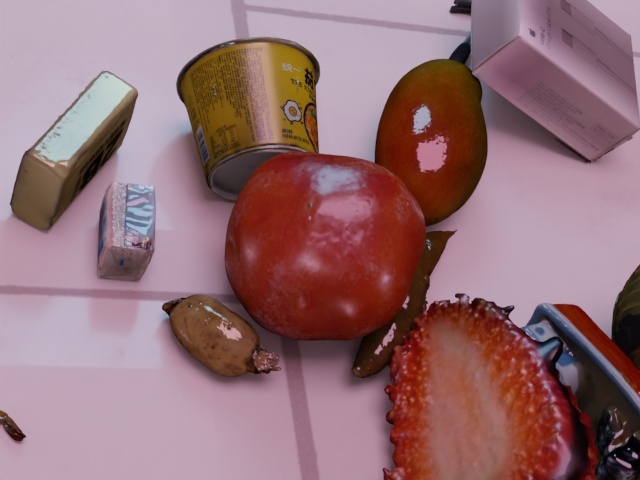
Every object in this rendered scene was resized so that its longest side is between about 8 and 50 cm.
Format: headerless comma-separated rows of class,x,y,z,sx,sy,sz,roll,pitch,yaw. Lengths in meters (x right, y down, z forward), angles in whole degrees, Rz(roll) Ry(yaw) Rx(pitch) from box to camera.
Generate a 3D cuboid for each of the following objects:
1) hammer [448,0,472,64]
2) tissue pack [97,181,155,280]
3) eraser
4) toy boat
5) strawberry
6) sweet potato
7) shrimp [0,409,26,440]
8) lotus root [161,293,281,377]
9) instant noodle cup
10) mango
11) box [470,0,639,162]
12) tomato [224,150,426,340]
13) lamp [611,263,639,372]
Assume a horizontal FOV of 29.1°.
hammer,0.203,-0.277,1.805,0.103,0.029,0.246,33,51,6
tissue pack,-0.221,-0.009,1.401,0.058,0.074,0.094,8,54,-19
eraser,-0.283,-0.104,1.423,0.058,0.117,0.172,32,49,0
toy boat,0.309,0.226,1.366,0.133,0.145,0.332,-10,52,-34
strawberry,0.188,0.199,1.325,0.138,0.233,0.306,45,34,-37
sweet potato,0.099,0.067,1.471,0.067,0.067,0.274,30,50,3
shrimp,-0.331,0.208,1.221,0.083,0.023,0.114,-5,52,-27
lotus root,-0.110,0.107,1.360,0.151,0.063,0.072,30,39,9
instant noodle cup,-0.078,-0.137,1.499,0.182,0.182,0.144,0,63,-21
mango,0.145,-0.142,1.611,0.146,0.129,0.289,12,47,-5
box,0.329,-0.262,1.738,0.251,0.106,0.203,31,46,-25
tomato,-0.001,0.003,1.379,0.231,0.189,0.232,-6,54,8
lamp,0.453,0.138,1.439,0.250,0.250,0.284,23,63,-3
